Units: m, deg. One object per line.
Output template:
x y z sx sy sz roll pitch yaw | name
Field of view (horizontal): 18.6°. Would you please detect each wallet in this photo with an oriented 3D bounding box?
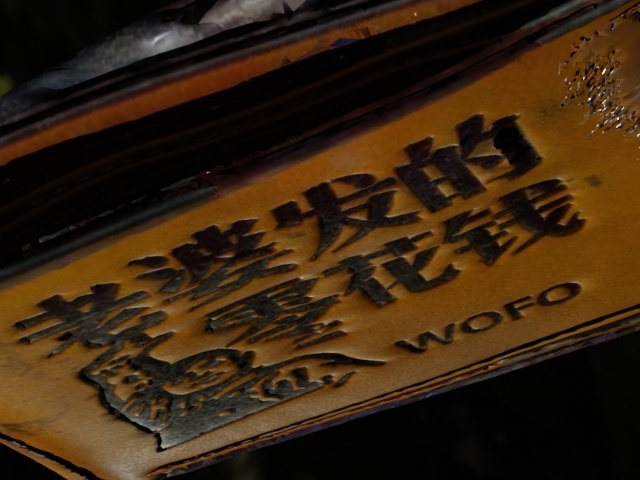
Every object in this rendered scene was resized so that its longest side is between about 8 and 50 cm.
0.000 0.002 0.427 0.161 0.195 0.042 48 -158 -59 | wallet
